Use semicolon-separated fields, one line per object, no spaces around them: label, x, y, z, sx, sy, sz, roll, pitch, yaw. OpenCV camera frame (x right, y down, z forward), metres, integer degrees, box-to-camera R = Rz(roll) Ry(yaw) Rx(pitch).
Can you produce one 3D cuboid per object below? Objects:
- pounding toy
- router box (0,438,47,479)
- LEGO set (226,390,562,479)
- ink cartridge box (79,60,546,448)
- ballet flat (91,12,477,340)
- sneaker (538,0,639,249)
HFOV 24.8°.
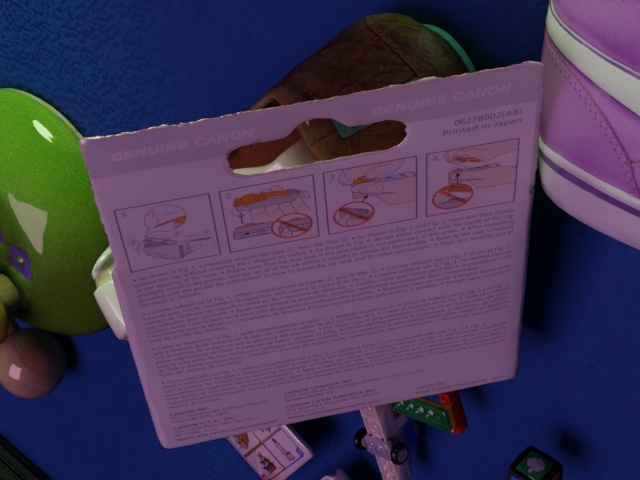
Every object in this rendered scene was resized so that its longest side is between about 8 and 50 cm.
pounding toy;-0.232;0.014;0.995;0.183;0.110;0.237;50;142;10
router box;-0.250;0.252;1.237;0.179;0.046;0.133;35;138;27
LEGO set;0.050;0.127;0.832;0.182;0.060;0.244;47;149;5
ink cartridge box;0.000;0.000;0.634;0.225;0.181;0.056;84;174;-51
ballet flat;-0.047;0.000;0.767;0.116;0.124;0.342;58;143;3
sneaker;0.190;-0.049;0.491;0.282;0.102;0.161;25;129;35
